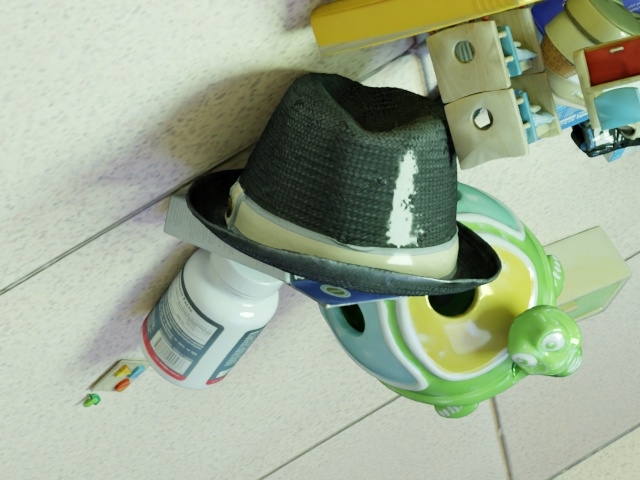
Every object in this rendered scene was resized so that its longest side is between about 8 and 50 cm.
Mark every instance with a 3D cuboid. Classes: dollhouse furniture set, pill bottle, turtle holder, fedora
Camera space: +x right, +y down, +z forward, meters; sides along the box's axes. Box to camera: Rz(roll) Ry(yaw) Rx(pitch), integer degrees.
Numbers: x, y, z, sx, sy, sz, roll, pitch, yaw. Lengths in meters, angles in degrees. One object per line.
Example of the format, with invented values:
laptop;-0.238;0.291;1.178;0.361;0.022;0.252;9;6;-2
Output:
dollhouse furniture set;0.213;-0.155;1.807;0.184;0.129;0.129;-13;-173;24
pill bottle;-0.106;0.066;2.092;0.108;0.108;0.180;-11;151;-42
turtle holder;0.126;0.066;2.135;0.243;0.320;0.227;-34;145;12
fedora;0.035;-0.067;1.850;0.334;0.334;0.152;-5;114;-49

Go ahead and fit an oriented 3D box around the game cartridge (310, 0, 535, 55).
game cartridge;0.188;-0.232;1.712;0.285;0.052;0.324;-19;-174;-30

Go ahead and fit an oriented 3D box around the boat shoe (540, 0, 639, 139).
boat shoe;0.318;-0.160;1.989;0.302;0.113;0.103;20;120;-42

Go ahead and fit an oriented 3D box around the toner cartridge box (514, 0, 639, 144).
toner cartridge box;0.358;-0.229;2.127;0.348;0.075;0.165;-23;156;-21

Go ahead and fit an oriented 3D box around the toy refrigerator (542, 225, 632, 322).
toy refrigerator;0.277;0.081;2.665;0.270;0.094;0.102;-19;155;-29

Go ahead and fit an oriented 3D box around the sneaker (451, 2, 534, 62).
sneaker;0.159;-0.212;1.941;0.134;0.051;0.070;-57;-166;4

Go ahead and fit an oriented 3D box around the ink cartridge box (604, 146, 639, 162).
ink cartridge box;0.368;-0.131;2.389;0.083;0.048;0.028;-21;156;-24

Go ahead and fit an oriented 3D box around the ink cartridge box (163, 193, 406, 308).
ink cartridge box;0.000;0.000;1.963;0.223;0.224;0.045;-6;113;-49

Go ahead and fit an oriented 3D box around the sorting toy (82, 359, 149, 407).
sorting toy;-0.232;0.163;2.261;0.083;0.012;0.062;-43;157;24

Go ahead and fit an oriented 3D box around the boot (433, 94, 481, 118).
boot;0.107;-0.125;2.059;0.099;0.045;0.121;-15;154;-30

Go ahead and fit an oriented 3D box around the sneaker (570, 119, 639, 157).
sneaker;0.356;-0.125;2.212;0.121;0.079;0.217;-24;-163;-26
